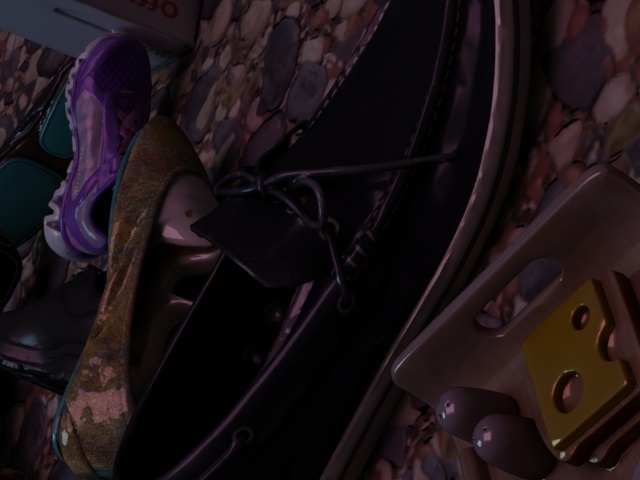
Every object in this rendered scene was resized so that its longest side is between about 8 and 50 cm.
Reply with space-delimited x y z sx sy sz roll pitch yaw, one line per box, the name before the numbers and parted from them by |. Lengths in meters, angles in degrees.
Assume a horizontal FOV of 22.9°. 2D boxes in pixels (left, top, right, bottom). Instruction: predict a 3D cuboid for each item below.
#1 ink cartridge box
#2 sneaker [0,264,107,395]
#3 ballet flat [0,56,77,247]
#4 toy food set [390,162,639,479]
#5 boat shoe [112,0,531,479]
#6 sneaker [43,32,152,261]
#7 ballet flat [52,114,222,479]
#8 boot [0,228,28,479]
ink cartridge box | -0.234 -0.354 1.657 0.129 0.223 0.307 -23 53 53
sneaker | -0.231 0.087 1.529 0.286 0.109 0.130 5 69 51
ballet flat | -0.309 -0.101 1.781 0.280 0.095 0.096 -50 23 13
toy food set | 0.132 0.131 0.876 0.219 0.092 0.306 -49 36 34
boat shoe | 0.000 0.000 1.121 0.500 0.156 0.187 -65 28 7
sneaker | -0.203 -0.087 1.579 0.104 0.095 0.236 17 98 54
ballet flat | -0.131 0.044 1.362 0.123 0.123 0.348 -28 42 51
boot | -0.395 0.187 1.659 0.377 0.138 0.284 -50 49 -7
